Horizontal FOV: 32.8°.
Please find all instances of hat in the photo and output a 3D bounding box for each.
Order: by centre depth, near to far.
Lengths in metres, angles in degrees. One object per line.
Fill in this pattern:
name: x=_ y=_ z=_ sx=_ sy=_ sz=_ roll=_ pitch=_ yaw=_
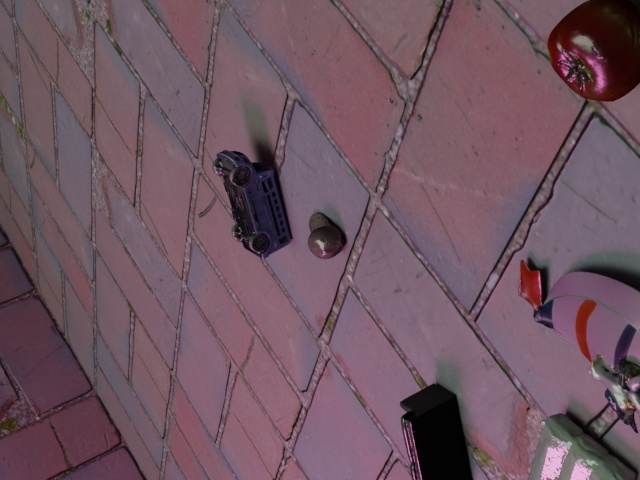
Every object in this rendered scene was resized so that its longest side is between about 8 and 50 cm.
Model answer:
hat: x=-0.003 y=0.000 z=1.525 sx=0.087 sy=0.042 sz=0.058 roll=30 pitch=137 yaw=52

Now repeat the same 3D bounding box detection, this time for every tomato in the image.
tomato: x=0.233 y=-0.158 z=0.889 sx=0.087 sy=0.075 sz=0.087 roll=42 pitch=159 yaw=21

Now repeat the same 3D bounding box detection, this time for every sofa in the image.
sofa: x=0.141 y=0.271 z=1.435 sx=0.060 sy=0.085 sz=0.147 roll=21 pitch=131 yaw=53

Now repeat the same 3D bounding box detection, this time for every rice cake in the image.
rice cake: x=0.284 y=0.304 z=1.234 sx=0.127 sy=0.043 sz=0.237 roll=43 pitch=148 yaw=37

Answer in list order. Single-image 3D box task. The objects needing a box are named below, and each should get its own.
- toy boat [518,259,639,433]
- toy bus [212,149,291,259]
toy boat: x=0.293 y=0.091 z=1.025 sx=0.219 sy=0.072 sz=0.318 roll=91 pitch=155 yaw=-47
toy bus: x=-0.101 y=-0.062 z=1.627 sx=0.073 sy=0.076 sz=0.167 roll=29 pitch=139 yaw=54
